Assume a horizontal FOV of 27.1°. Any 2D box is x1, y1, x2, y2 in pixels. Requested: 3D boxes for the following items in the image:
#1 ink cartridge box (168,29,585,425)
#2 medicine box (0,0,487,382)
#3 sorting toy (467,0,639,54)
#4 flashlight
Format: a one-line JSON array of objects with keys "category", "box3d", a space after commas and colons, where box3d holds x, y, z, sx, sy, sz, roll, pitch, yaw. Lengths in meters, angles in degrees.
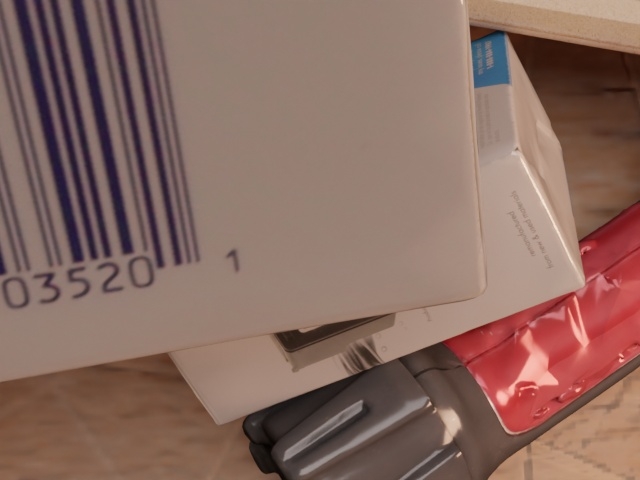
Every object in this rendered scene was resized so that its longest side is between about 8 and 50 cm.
[{"category": "ink cartridge box", "box3d": [0.000, 0.000, 0.494, 0.180, 0.104, 0.060, -23, 117, 18]}, {"category": "medicine box", "box3d": [-0.113, -0.088, 0.428, 0.263, 0.289, 0.149, -10, 120, -6]}, {"category": "sorting toy", "box3d": [0.130, -0.154, 0.540, 0.193, 0.038, 0.208, 11, 48, 5]}, {"category": "flashlight", "box3d": [0.114, 0.015, 0.515, 0.304, 0.103, 0.103, -32, 104, -13]}]
